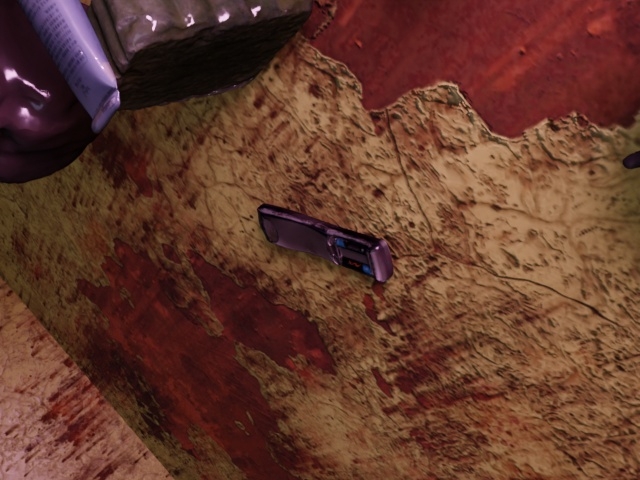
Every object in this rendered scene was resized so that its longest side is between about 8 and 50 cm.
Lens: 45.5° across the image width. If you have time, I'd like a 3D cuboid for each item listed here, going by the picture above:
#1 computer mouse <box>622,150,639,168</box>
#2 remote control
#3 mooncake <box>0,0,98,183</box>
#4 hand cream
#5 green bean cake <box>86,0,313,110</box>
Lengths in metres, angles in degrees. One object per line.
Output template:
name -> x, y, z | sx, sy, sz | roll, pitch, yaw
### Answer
computer mouse -> 0.289, -0.069, 0.406 | 0.264, 0.088, 0.147 | -3, 120, 51
remote control -> 0.000, 0.000, 0.921 | 0.212, 0.028, 0.059 | 18, 138, 42
mooncake -> -0.414, -0.254, 0.900 | 0.381, 0.350, 0.212 | 45, 142, -12
hand cream -> -0.240, -0.215, 0.645 | 0.088, 0.055, 0.256 | -20, 97, 56
green bean cake -> -0.122, -0.195, 0.707 | 0.094, 0.183, 0.185 | 65, 151, 6
